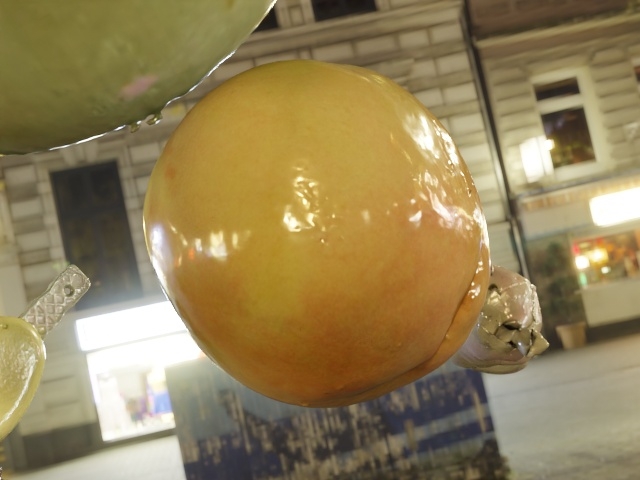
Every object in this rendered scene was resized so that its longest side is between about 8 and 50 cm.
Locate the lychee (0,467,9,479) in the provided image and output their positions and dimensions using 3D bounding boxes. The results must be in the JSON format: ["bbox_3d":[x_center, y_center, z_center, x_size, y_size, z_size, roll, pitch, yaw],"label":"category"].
[{"bbox_3d":[-0.321,0.255,0.810,0.188,0.188,0.188,-12,-4,-1],"label":"lychee"}]

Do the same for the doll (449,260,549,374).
[{"bbox_3d":[0.201,0.094,1.201,0.095,0.149,0.192,-22,-21,-16],"label":"doll"}]

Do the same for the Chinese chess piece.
[{"bbox_3d":[-0.180,-0.221,0.641,0.349,0.349,0.146,-13,-36,13],"label":"Chinese chess piece"}]

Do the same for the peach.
[{"bbox_3d":[0.000,0.000,0.518,0.184,0.184,0.184,-12,-4,-1],"label":"peach"}]

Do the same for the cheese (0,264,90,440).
[{"bbox_3d":[-0.365,0.121,1.199,0.050,0.127,0.255,-23,26,45],"label":"cheese"}]
